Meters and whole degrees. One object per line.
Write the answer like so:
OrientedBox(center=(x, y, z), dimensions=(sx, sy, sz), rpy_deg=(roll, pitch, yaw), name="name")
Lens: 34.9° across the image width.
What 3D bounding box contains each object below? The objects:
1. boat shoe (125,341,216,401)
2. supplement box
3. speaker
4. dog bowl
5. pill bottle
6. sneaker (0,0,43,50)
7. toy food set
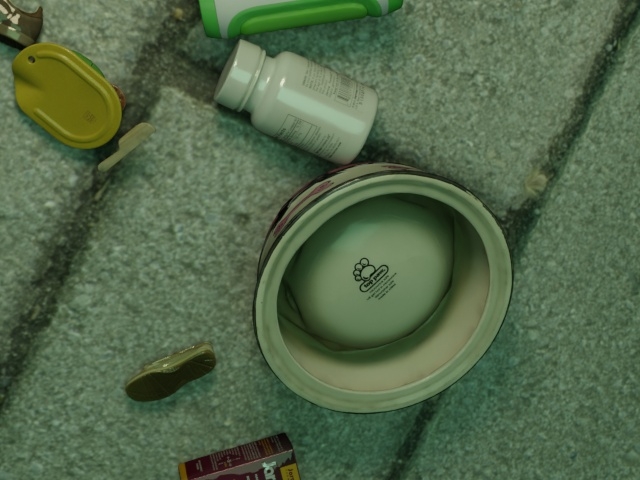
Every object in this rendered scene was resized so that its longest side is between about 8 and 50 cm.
OrientedBox(center=(-0.241, 0.210, 1.638), dimensions=(0.153, 0.048, 0.056), rpy_deg=(-28, 116, 1), name="boat shoe")
OrientedBox(center=(-0.128, 0.400, 1.671), dimensions=(0.188, 0.081, 0.104), rpy_deg=(-15, 102, -9), name="supplement box")
OrientedBox(center=(-0.032, -0.378, 1.515), dimensions=(0.296, 0.131, 0.131), rpy_deg=(-9, 102, -1), name="speaker")
OrientedBox(center=(0.083, 0.059, 1.581), dimensions=(0.408, 0.150, 0.408), rpy_deg=(-6, 116, -12), name="dog bowl")
OrientedBox(center=(-0.039, -0.214, 1.556), dimensions=(0.229, 0.131, 0.131), rpy_deg=(22, 95, -15), name="pill bottle")
OrientedBox(center=(-0.497, -0.347, 1.482), dimensions=(0.188, 0.066, 0.071), rpy_deg=(27, 77, -20), name="sneaker")
OrientedBox(center=(-0.358, -0.211, 1.530), dimensions=(0.218, 0.071, 0.128), rpy_deg=(42, 114, -13), name="toy food set")
